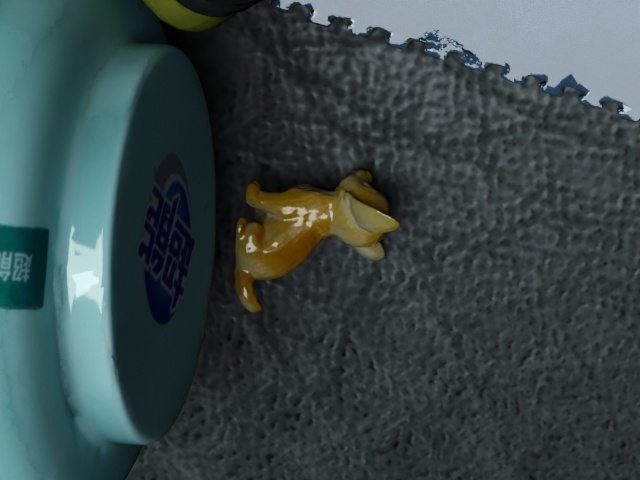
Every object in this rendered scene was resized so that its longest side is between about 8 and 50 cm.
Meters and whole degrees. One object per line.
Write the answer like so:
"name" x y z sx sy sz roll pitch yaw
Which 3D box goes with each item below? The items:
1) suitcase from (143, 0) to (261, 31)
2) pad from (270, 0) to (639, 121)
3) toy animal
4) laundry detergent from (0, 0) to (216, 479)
"suitcase" -0.027 -0.219 0.630 0.235 0.143 0.194 -44 97 -19
"pad" 0.078 -0.215 0.737 0.270 0.012 0.269 19 109 3
"toy animal" 0.000 0.000 0.797 0.083 0.060 0.081 8 69 8
"laundry detergent" -0.216 -0.007 0.710 0.305 0.287 0.287 3 108 9
